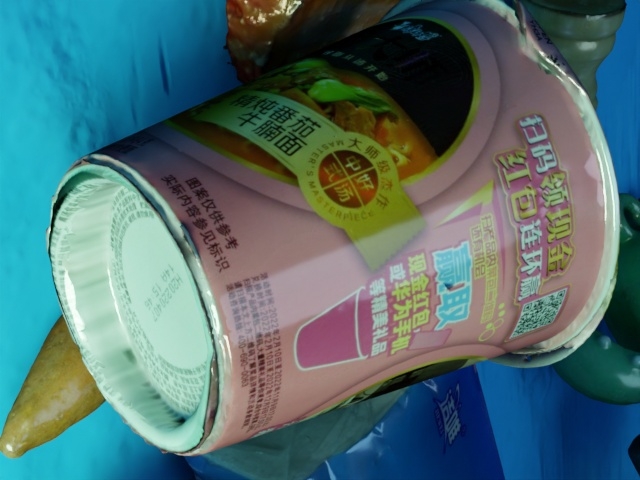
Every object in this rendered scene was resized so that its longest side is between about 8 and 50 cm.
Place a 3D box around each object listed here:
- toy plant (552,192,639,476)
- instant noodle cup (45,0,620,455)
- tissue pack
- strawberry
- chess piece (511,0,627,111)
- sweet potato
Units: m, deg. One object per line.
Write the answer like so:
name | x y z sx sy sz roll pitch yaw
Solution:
toy plant | 0.344 0.142 1.315 0.279 0.185 0.400 -18 86 -17
instant noodle cup | 0.000 0.000 0.816 0.255 0.244 0.244 -21 119 -34
tissue pack | 0.039 0.180 1.036 0.209 0.137 0.270 -46 133 -33
strawberry | 0.000 -0.151 0.931 0.121 0.082 0.188 -58 160 22
chess piece | 0.179 -0.103 1.167 0.090 0.090 0.200 -26 133 -44
sweet potato | -0.118 0.053 0.865 0.202 0.055 0.058 -41 154 -36
